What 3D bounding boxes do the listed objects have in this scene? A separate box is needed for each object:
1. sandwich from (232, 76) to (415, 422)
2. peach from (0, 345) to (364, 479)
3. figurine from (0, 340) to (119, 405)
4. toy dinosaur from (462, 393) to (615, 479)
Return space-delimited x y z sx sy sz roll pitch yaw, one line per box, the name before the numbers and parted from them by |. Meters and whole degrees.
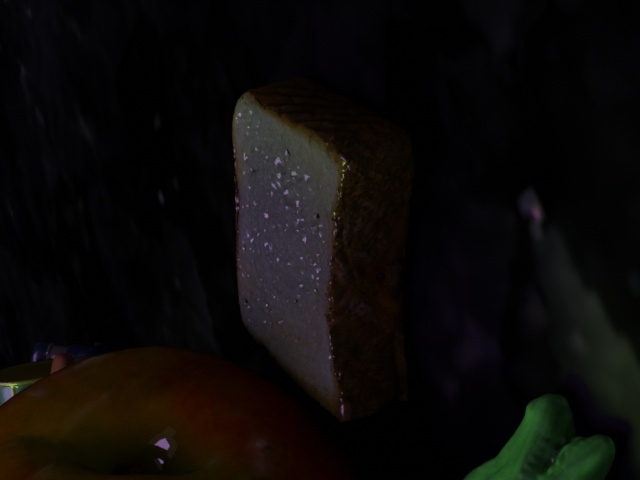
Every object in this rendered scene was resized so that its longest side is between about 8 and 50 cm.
sandwich | 0.000 0.000 1.007 0.186 0.065 0.215 38 134 51
peach | -0.116 0.283 1.049 0.388 0.388 0.388 37 133 52
figurine | -0.275 0.251 1.552 0.161 0.158 0.276 -176 75 -72
toy dinosaur | 0.127 0.389 0.791 0.374 0.144 0.500 46 121 44
